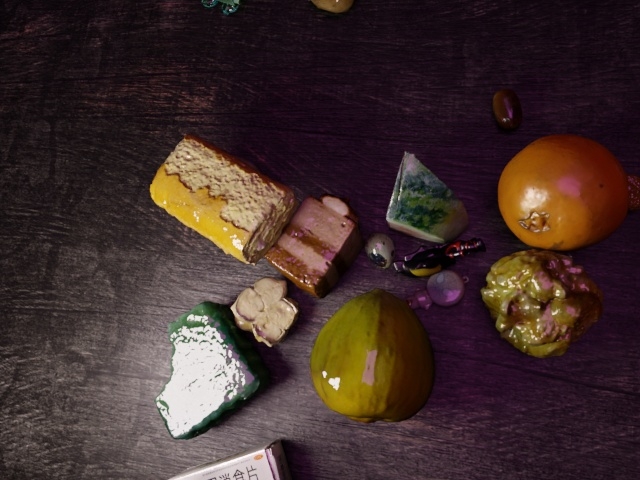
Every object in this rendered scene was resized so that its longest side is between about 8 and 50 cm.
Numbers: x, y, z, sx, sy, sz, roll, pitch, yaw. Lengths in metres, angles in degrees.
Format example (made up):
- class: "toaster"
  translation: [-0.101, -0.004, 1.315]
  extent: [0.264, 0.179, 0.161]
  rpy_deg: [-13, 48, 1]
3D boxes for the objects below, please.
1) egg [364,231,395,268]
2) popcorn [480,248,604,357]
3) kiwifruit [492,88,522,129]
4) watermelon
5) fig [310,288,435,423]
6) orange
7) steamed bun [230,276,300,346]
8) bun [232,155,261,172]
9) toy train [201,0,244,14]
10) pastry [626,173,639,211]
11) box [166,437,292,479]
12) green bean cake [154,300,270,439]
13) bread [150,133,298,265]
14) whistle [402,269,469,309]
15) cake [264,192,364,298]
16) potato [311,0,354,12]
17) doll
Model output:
- class: "egg"
  translation: [0.174, 0.028, 1.429]
  extent: [0.085, 0.085, 0.110]
  rpy_deg: [-16, 87, 8]
- class: "popcorn"
  translation: [0.551, 0.151, 1.255]
  extent: [0.282, 0.247, 0.282]
  rpy_deg: [-4, 78, 22]
- class: "kiwifruit"
  translation: [0.547, -0.384, 1.437]
  extent: [0.075, 0.075, 0.124]
  rpy_deg: [-16, 81, 8]
- class: "watermelon"
  translation: [0.284, -0.117, 1.384]
  extent: [0.231, 0.310, 0.193]
  rpy_deg: [11, 80, 51]
- class: "fig"
  translation: [0.140, 0.297, 1.275]
  extent: [0.343, 0.343, 0.343]
  rpy_deg: [-2, 79, 11]
- class: "orange"
  translation: [0.615, -0.119, 1.258]
  extent: [0.312, 0.312, 0.312]
  rpy_deg: [-2, 79, 11]
- class: "steamed bun"
  translation: [-0.155, 0.205, 1.449]
  extent: [0.177, 0.106, 0.192]
  rpy_deg: [35, 66, 2]
- class: "bun"
  translation: [-0.287, -0.150, 1.523]
  extent: [0.239, 0.141, 0.239]
  rpy_deg: [-2, 82, 11]
- class: "toy train"
  translation: [-0.340, -0.891, 1.691]
  extent: [0.203, 0.112, 0.163]
  rpy_deg: [24, 79, 14]
- class: "pastry"
  translation: [0.840, -0.132, 1.340]
  extent: [0.097, 0.057, 0.109]
  rpy_deg: [-1, 81, 9]
- class: "box"
  translation: [-0.242, 0.690, 1.358]
  extent: [0.333, 0.145, 0.173]
  rpy_deg: [-21, 78, 8]
- class: "green bean cake"
  translation: [-0.340, 0.371, 1.427]
  extent: [0.300, 0.169, 0.308]
  rpy_deg: [-35, 74, 2]
- class: "bread"
  translation: [-0.268, -0.110, 1.345]
  extent: [0.375, 0.165, 0.236]
  rpy_deg: [30, 81, 21]
- class: "whistle"
  translation: [0.318, 0.154, 1.393]
  extent: [0.220, 0.057, 0.107]
  rpy_deg: [-26, 61, 10]
- class: "cake"
  translation: [0.000, 0.000, 1.418]
  extent: [0.196, 0.199, 0.293]
  rpy_deg: [32, 83, 20]
- class: "potato"
  translation: [0.028, -0.821, 1.595]
  extent: [0.176, 0.137, 0.137]
  rpy_deg: [20, 84, 12]
- class: "doll"
  translation: [0.331, 0.050, 1.373]
  extent: [0.248, 0.127, 0.088]
  rpy_deg: [-16, 66, -1]
